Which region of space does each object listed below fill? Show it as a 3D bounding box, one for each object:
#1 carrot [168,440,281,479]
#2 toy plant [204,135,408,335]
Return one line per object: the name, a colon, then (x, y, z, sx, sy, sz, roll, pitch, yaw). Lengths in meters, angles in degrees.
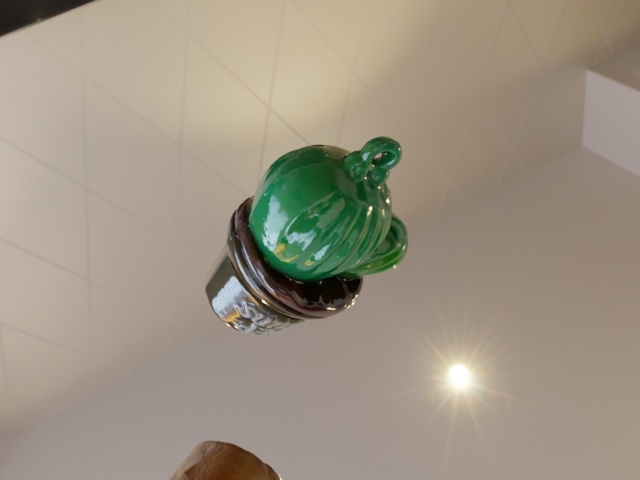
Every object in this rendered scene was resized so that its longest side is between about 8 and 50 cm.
carrot: (-0.162, 0.399, 0.695, 0.195, 0.196, 0.254, 12, -147, 30)
toy plant: (0.000, 0.000, 0.420, 0.200, 0.142, 0.105, -38, -131, 33)
